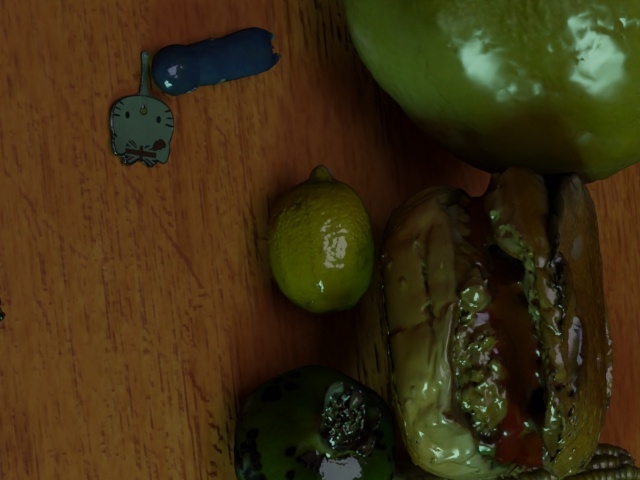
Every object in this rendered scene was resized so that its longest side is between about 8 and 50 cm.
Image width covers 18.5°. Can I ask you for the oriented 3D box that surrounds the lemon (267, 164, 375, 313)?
[{"bbox_3d":[0.000,0.000,1.444,0.082,0.082,0.110,-8,89,-39],"label":"lemon"}]

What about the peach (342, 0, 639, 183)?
[{"bbox_3d":[0.182,-0.208,1.471,0.315,0.314,0.281,68,21,-14],"label":"peach"}]

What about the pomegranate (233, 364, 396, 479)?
[{"bbox_3d":[0.002,0.142,1.398,0.122,0.161,0.122,7,64,-15],"label":"pomegranate"}]

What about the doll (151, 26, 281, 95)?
[{"bbox_3d":[-0.074,-0.131,1.425,0.125,0.027,0.037,-18,93,-44],"label":"doll"}]

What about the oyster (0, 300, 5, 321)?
[{"bbox_3d":[-0.244,0.016,1.282,0.086,0.029,0.132,17,74,-43],"label":"oyster"}]

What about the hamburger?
[{"bbox_3d":[0.123,0.066,1.429,0.244,0.163,0.244,-2,90,-76],"label":"hamburger"}]

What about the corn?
[{"bbox_3d":[0.150,0.205,1.555,0.288,0.086,0.086,1,88,-37],"label":"corn"}]

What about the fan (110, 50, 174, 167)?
[{"bbox_3d":[-0.126,-0.094,1.395,0.056,0.004,0.083,4,84,-42],"label":"fan"}]
